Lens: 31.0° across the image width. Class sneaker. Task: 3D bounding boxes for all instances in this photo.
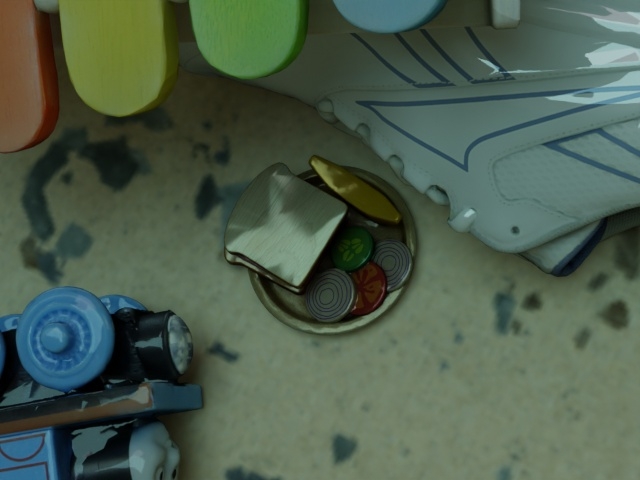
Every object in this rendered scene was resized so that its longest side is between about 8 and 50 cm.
[{"bbox_3d":[0.063,-0.057,0.463,0.297,0.111,0.129,12,94,23],"label":"sneaker"}]

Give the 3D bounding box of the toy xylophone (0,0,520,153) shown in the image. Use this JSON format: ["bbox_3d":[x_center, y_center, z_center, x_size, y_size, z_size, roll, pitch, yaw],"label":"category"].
[{"bbox_3d":[-0.076,-0.154,0.406,0.323,0.081,0.236,-8,99,23],"label":"toy xylophone"}]

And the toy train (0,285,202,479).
[{"bbox_3d":[-0.139,0.082,0.495,0.184,0.080,0.105,-11,82,10],"label":"toy train"}]

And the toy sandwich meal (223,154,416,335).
[{"bbox_3d":[0.000,0.000,0.501,0.086,0.029,0.085,-4,74,14],"label":"toy sandwich meal"}]
